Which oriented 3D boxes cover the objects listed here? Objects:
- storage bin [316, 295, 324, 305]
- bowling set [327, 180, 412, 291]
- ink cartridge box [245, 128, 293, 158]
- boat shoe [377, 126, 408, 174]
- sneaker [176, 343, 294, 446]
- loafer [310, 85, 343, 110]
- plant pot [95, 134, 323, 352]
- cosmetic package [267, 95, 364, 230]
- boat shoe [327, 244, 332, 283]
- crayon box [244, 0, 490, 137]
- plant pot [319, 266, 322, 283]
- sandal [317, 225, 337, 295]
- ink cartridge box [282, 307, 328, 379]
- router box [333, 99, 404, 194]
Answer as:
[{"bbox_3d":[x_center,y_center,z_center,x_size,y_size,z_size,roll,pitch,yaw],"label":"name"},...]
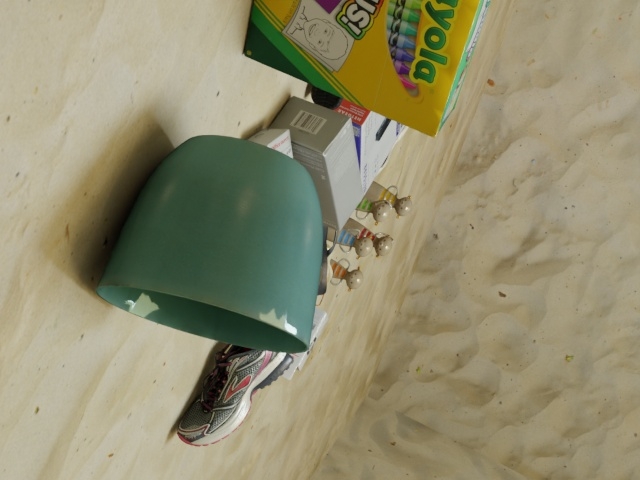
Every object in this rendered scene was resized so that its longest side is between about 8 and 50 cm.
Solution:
[{"bbox_3d":[-0.035,0.103,2.413,0.091,0.098,0.135,-63,172,-59],"label":"storage bin"},{"bbox_3d":[0.095,-0.027,2.526,0.287,0.154,0.200,-64,168,-6],"label":"bowling set"},{"bbox_3d":[-0.084,-0.117,1.773,0.088,0.052,0.123,-47,133,-57],"label":"ink cartridge box"},{"bbox_3d":[0.138,-0.233,2.571,0.065,0.075,0.206,41,76,-32],"label":"boat shoe"},{"bbox_3d":[-0.183,0.276,2.117,0.299,0.120,0.112,-50,132,-13],"label":"sneaker"},{"bbox_3d":[0.040,-0.344,1.909,0.078,0.080,0.220,-61,176,-62],"label":"loafer"},{"bbox_3d":[-0.127,-0.002,1.435,0.293,0.292,0.235,69,35,-73],"label":"plant pot"},{"bbox_3d":[-0.006,-0.134,1.908,0.107,0.127,0.238,-55,153,-27],"label":"cosmetic package"},{"bbox_3d":[-0.010,0.065,2.512,0.059,0.063,0.170,-47,158,-26],"label":"boat shoe"},{"bbox_3d":[0.079,-0.365,1.456,0.106,0.313,0.363,-50,161,-48],"label":"crayon box"},{"bbox_3d":[-0.069,0.084,2.188,0.237,0.109,0.237,-60,167,-23],"label":"plant pot"},{"bbox_3d":[0.000,0.000,2.263,0.054,0.097,0.255,-13,130,-21],"label":"sandal"},{"bbox_3d":[-0.069,0.229,2.470,0.180,0.104,0.060,-61,168,-14],"label":"ink cartridge box"},{"bbox_3d":[0.120,-0.290,2.289,0.301,0.082,0.335,-60,167,-20],"label":"router box"}]
